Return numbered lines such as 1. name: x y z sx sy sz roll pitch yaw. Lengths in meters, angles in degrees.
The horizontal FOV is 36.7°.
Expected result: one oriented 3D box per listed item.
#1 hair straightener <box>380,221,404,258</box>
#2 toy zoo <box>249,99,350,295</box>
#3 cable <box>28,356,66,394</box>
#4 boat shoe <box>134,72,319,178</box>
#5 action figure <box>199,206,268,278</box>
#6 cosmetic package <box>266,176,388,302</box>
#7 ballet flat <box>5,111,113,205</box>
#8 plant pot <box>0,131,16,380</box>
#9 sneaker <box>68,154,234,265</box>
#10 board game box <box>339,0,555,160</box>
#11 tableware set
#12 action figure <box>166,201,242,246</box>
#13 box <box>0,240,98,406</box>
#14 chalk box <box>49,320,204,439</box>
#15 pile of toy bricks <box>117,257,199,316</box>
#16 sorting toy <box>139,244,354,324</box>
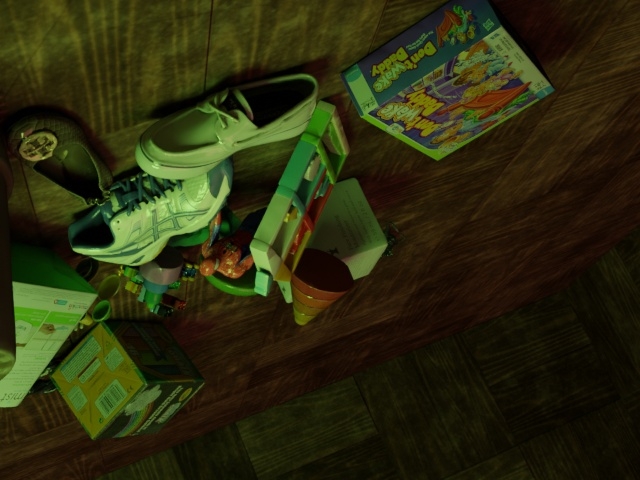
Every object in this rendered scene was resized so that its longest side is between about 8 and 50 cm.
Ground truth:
1. hair straightener: 0.132 0.019 2.244 0.089 0.047 0.230 -15 156 -30
2. toy zoo: -0.036 -0.051 1.498 0.293 0.030 0.192 -65 166 -10
3. cable: -0.586 0.305 2.087 0.151 0.047 0.184 -18 162 -19
4. boat shoe: -0.117 -0.160 1.276 0.267 0.096 0.088 -17 157 -26
5. action figure: -0.099 -0.036 1.550 0.280 0.091 0.139 -42 163 -48
6. cosmetic package: 0.000 0.000 1.805 0.184 0.151 0.151 -19 161 -21
7. ballet flat: -0.324 -0.096 1.238 0.084 0.058 0.250 -25 163 0
8. plant pot: -0.472 0.038 1.062 0.323 0.280 0.323 -22 162 -8
9. sneaker: -0.248 -0.051 1.393 0.296 0.112 0.131 -40 152 31
10. board game box: 0.208 -0.244 1.491 0.233 0.078 0.347 -31 162 19
11. tableware set: -0.361 0.068 1.536 0.104 0.154 0.024 -18 140 26
12. action figure: -0.194 -0.049 1.546 0.137 0.063 0.232 -20 166 -9
13. box: -0.494 0.122 1.400 0.231 0.127 0.262 -53 158 8
14. chalk box: -0.387 0.293 2.048 0.180 0.179 0.289 -46 158 12
15. pile of toy bricks: -0.303 0.060 1.679 0.118 0.105 0.212 -68 163 1
16. sorting toy: -0.129 0.086 1.618 0.366 0.127 0.126 5 126 -24
